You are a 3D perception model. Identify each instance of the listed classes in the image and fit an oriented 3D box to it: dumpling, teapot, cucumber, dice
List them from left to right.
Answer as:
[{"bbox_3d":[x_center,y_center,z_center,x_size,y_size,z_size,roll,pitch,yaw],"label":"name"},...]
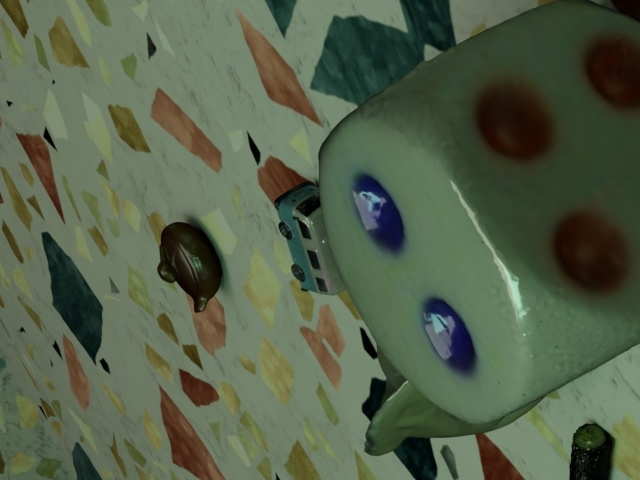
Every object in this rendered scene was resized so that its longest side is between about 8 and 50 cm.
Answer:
[{"bbox_3d":[-0.187,0.038,2.050,0.098,0.078,0.129,-11,105,64],"label":"teapot"},{"bbox_3d":[0.120,0.105,1.370,0.175,0.227,0.243,34,141,33],"label":"dumpling"},{"bbox_3d":[0.164,-0.024,1.130,0.251,0.259,0.243,60,152,8],"label":"dice"},{"bbox_3d":[0.265,0.248,1.465,0.039,0.043,0.163,-89,-2,-49],"label":"cucumber"}]

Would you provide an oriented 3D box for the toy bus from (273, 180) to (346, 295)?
[{"bbox_3d":[0.000,0.000,1.685,0.075,0.060,0.123,18,132,50],"label":"toy bus"}]
